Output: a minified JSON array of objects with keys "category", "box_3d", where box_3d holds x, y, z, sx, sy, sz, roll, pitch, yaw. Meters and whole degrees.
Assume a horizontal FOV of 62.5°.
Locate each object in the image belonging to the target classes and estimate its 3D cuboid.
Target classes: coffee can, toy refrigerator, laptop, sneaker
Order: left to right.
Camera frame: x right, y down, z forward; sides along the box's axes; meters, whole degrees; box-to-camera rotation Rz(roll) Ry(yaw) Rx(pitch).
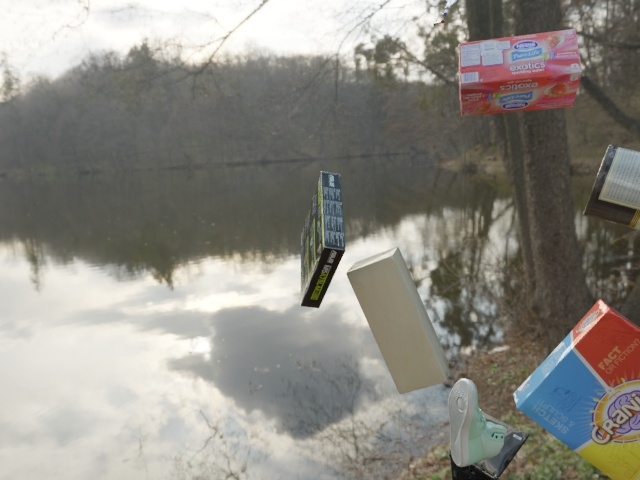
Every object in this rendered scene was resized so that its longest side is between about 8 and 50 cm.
[{"category":"toy refrigerator","box_3d":[0.159,0.158,1.062,0.102,0.269,0.094,-23,5,20]},{"category":"sneaker","box_3d":[0.444,0.496,1.474,0.151,0.255,0.094,-5,13,-18]},{"category":"laptop","box_3d":[0.523,0.705,1.637,0.137,0.264,0.234,-8,4,-21]},{"category":"coffee can","box_3d":[0.865,-0.121,1.378,0.276,0.201,0.202,21,18,25]}]

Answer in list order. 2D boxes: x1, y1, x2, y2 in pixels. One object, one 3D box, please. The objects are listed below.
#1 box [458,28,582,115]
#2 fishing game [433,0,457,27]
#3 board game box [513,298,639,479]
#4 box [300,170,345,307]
[{"category":"box","box_3d":[0.533,-0.453,1.439,0.300,0.153,0.142,-3,-24,15]},{"category":"fishing game","box_3d":[0.345,-0.613,1.210,0.041,0.264,0.189,27,19,-7]},{"category":"board game box","box_3d":[0.546,0.294,0.919,0.317,0.242,0.064,36,15,6]},{"category":"box","box_3d":[0.000,0.000,0.990,0.045,0.184,0.190,10,47,-13]}]
